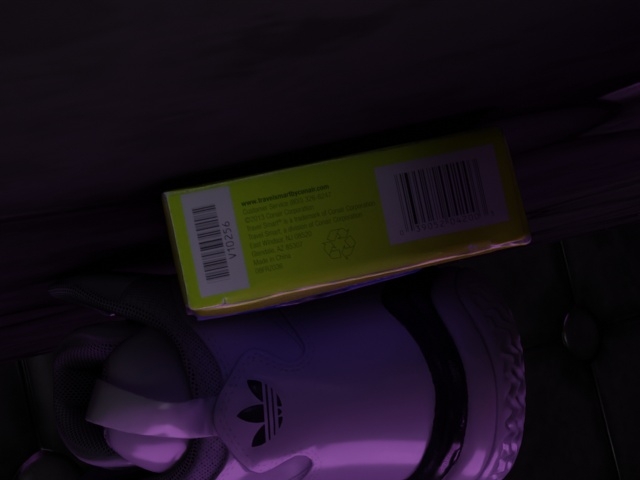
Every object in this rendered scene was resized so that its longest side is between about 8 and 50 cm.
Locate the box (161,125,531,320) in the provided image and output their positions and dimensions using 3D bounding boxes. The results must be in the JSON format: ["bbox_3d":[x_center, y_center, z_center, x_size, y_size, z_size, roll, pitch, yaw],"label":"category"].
[{"bbox_3d":[0.000,0.000,0.430,0.109,0.042,0.178,-12,177,-7],"label":"box"}]

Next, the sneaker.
[{"bbox_3d":[-0.052,0.067,0.661,0.210,0.137,0.366,-1,180,-18],"label":"sneaker"}]
